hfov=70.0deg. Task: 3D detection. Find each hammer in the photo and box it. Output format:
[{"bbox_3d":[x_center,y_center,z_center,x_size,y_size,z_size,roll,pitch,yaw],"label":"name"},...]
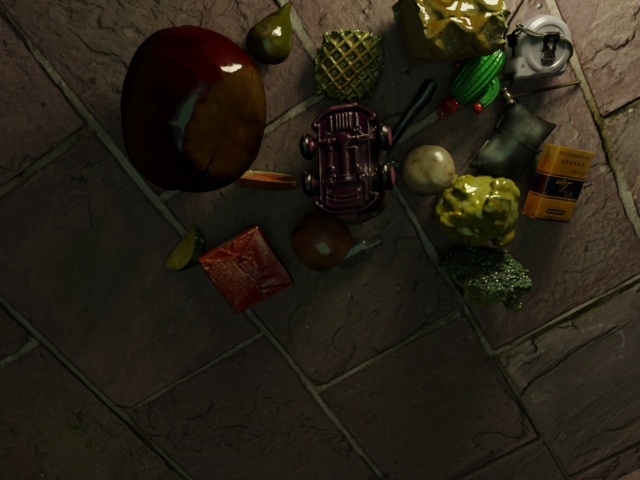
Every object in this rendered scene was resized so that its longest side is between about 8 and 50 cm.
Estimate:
[{"bbox_3d":[0.260,-0.373,1.422,0.137,0.037,0.289,29,107,-15],"label":"hammer"},{"bbox_3d":[0.676,-0.459,1.388,0.292,0.029,0.058,-16,79,-15],"label":"hammer"}]

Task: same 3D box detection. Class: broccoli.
[{"bbox_3d":[0.550,0.144,1.559,0.248,0.288,0.245,-24,134,-34],"label":"broccoli"}]

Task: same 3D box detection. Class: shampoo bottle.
[{"bbox_3d":[0.134,0.035,1.568,0.165,0.040,0.080,-26,109,7],"label":"shampoo bottle"}]

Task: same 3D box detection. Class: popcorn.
[{"bbox_3d":[0.493,-0.092,1.458,0.250,0.235,0.241,15,111,33],"label":"popcorn"}]

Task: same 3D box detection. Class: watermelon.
[{"bbox_3d":[-0.165,-0.182,1.423,0.245,0.119,0.063,6,99,-6],"label":"watermelon"},{"bbox_3d":[-0.437,0.045,1.539,0.092,0.075,0.181,44,105,28],"label":"watermelon"}]

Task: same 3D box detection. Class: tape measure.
[{"bbox_3d":[0.634,-0.558,1.328,0.196,0.105,0.178,-14,107,-6],"label":"tape measure"}]

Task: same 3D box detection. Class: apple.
[{"bbox_3d":[0.000,0.000,1.468,0.174,0.188,0.188,38,104,-13],"label":"apple"}]

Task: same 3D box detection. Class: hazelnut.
[{"bbox_3d":[-0.330,-0.342,1.234,0.403,0.402,0.428,8,112,-7],"label":"hazelnut"}]

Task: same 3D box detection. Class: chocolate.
[{"bbox_3d":[-0.243,0.089,1.530,0.235,0.108,0.237,-30,109,8],"label":"chocolate"}]

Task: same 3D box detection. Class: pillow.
[{"bbox_3d":[0.601,-0.296,1.434,0.186,0.106,0.249,25,104,-16],"label":"pillow"}]

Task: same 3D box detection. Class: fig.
[{"bbox_3d":[-0.116,-0.572,1.278,0.185,0.133,0.126,-39,101,-10],"label":"fig"}]

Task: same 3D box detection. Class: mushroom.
[{"bbox_3d":[0.338,-0.221,1.436,0.166,0.127,0.166,3,96,25],"label":"mushroom"}]

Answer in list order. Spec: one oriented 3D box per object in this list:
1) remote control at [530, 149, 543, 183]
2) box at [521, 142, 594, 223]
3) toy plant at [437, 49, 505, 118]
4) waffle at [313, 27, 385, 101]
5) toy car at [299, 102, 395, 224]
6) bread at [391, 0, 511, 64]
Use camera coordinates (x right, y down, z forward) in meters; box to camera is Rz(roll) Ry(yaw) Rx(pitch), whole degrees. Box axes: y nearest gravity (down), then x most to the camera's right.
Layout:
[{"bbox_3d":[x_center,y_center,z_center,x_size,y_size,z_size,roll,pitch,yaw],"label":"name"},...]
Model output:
[{"bbox_3d":[0.752,-0.188,1.523,0.098,0.038,0.233,-13,111,-3],"label":"remote control"},{"bbox_3d":[0.755,-0.180,1.460,0.152,0.070,0.237,5,106,-21],"label":"box"},{"bbox_3d":[0.457,-0.465,1.364,0.155,0.088,0.240,17,99,5],"label":"toy plant"},{"bbox_3d":[0.085,-0.512,1.347,0.214,0.054,0.207,3,114,-7],"label":"waffle"},{"bbox_3d":[0.100,-0.216,1.378,0.272,0.240,0.340,-2,85,20],"label":"toy car"},{"bbox_3d":[0.352,-0.591,1.243,0.252,0.196,0.238,-14,72,-6],"label":"bread"}]
